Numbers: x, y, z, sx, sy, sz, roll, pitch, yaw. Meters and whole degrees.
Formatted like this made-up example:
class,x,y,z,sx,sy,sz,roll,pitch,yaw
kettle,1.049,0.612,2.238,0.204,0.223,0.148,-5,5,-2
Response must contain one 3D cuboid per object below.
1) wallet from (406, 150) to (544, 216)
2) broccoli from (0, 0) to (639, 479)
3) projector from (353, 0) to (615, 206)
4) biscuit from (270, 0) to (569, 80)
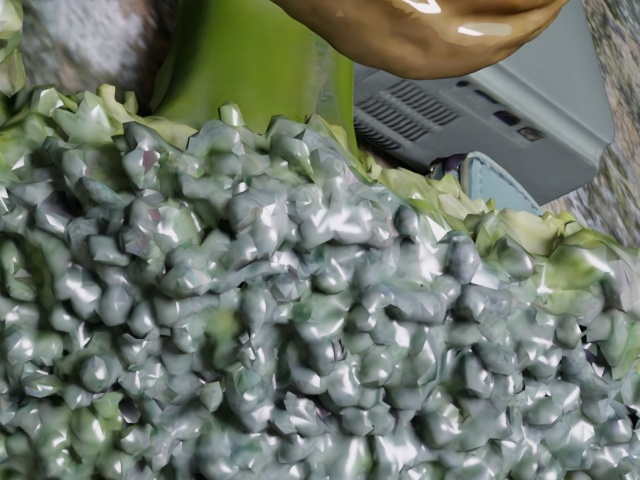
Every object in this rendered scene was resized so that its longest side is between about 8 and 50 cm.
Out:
class,x,y,z,sx,sy,sz,roll,pitch,yaw
wallet,0.121,0.083,0.830,0.250,0.075,0.176,42,41,-32
broccoli,0.012,0.034,0.586,0.397,0.275,0.353,-48,118,-76
projector,0.059,-0.159,0.893,0.198,0.108,0.250,26,47,-48
biscuit,-0.113,-0.175,0.398,0.394,0.076,0.368,-4,65,-25
